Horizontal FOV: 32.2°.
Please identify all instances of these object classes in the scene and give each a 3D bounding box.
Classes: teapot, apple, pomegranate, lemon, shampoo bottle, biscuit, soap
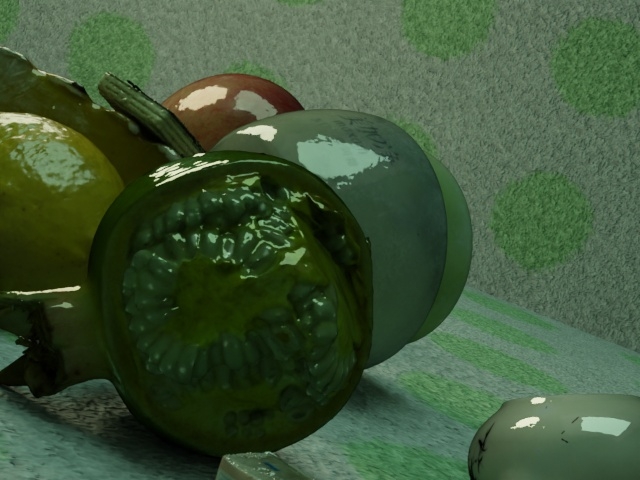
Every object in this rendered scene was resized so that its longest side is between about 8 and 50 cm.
[{"bbox_3d":[0.263,0.228,1.080,0.299,0.166,0.208,24,-38,-39],"label":"teapot"},{"bbox_3d":[-0.157,-0.100,1.758,0.269,0.345,0.345,5,12,-25],"label":"apple"},{"bbox_3d":[-0.111,0.056,0.937,0.340,0.261,0.260,-6,13,-12],"label":"pomegranate"},{"bbox_3d":[-0.305,-0.026,1.144,0.260,0.204,0.204,28,8,12],"label":"lemon"},{"bbox_3d":[0.000,0.000,1.353,0.317,0.323,0.322,3,16,-39],"label":"shampoo bottle"},{"bbox_3d":[-0.205,-0.138,1.433,0.121,0.041,0.199,35,-8,24],"label":"biscuit"},{"bbox_3d":[-0.334,-0.103,1.475,0.293,0.156,0.335,35,-11,-9],"label":"soap"}]

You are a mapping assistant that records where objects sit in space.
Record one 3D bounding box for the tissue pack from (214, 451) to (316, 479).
[{"bbox_3d":[-0.037,0.183,0.674,0.074,0.094,0.058,24,8,40],"label":"tissue pack"}]
